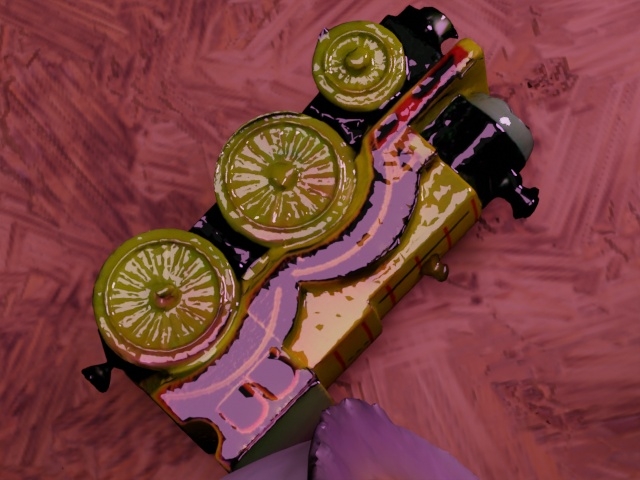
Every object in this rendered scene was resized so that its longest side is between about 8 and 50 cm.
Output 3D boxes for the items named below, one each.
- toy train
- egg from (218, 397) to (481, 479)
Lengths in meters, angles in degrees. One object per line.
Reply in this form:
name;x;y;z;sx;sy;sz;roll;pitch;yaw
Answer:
toy train;0.000;0.000;1.079;0.160;0.100;0.296;40;81;16
egg;-0.022;0.301;0.841;0.340;0.354;0.354;-36;65;15
